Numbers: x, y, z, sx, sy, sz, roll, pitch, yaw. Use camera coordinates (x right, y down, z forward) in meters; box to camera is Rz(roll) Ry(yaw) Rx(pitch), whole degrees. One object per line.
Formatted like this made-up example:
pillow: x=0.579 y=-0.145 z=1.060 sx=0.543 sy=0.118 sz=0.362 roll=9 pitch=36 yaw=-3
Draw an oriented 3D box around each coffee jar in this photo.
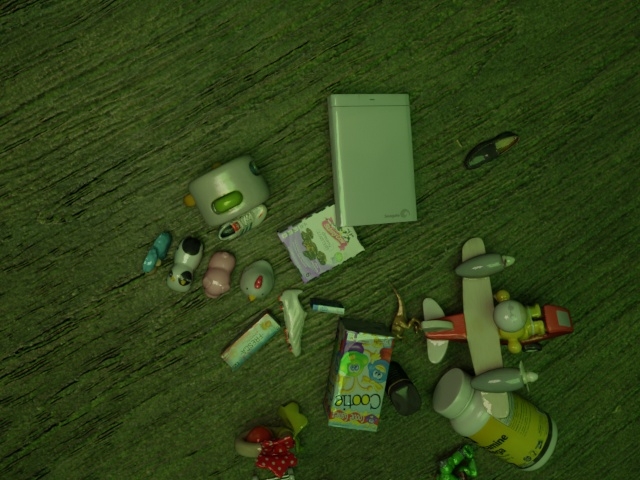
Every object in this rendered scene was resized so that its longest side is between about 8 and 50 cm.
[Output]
coffee jar: x=0.225 y=0.421 z=1.611 sx=0.079 sy=0.184 sz=0.096 roll=-27 pitch=99 yaw=-2

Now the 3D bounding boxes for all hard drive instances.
hard drive: x=0.144 y=-0.220 z=1.550 sx=0.232 sy=0.047 sz=0.354 roll=-5 pitch=93 yaw=-19

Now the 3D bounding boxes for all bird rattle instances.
bird rattle: x=-0.140 y=0.569 z=1.572 sx=0.206 sy=0.253 sz=0.143 roll=-7 pitch=99 yaw=19

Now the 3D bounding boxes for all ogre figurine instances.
ogre figurine: x=0.415 y=0.729 z=1.721 sx=0.118 sy=0.097 sz=0.197 roll=0 pitch=109 yaw=-18

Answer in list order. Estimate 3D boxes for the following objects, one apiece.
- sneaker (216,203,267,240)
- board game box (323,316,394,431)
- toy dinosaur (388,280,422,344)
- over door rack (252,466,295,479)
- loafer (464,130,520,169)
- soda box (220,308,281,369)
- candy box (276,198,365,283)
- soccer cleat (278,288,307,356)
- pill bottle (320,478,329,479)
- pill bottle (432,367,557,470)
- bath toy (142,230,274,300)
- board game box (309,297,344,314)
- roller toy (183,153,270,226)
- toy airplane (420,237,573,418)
sneaker: x=-0.215 y=-0.045 z=1.555 sx=0.161 sy=0.075 sz=0.057 roll=-31 pitch=100 yaw=-1
board game box: x=0.104 y=0.378 z=1.613 sx=0.141 sy=0.144 sz=0.276 roll=9 pitch=96 yaw=-7
toy dinosaur: x=0.238 y=0.236 z=1.651 sx=0.112 sy=0.064 sz=0.212 roll=10 pitch=96 yaw=-6
over door rack: x=-0.162 y=0.854 z=1.666 sx=0.239 sy=0.108 sz=0.325 roll=-11 pitch=99 yaw=-4
loafer: x=0.489 y=-0.259 z=1.614 sx=0.170 sy=0.061 sz=0.062 roll=-35 pitch=101 yaw=0
soda box: x=-0.197 y=0.280 z=1.609 sx=0.183 sy=0.058 sz=0.063 roll=-42 pitch=100 yaw=1
candy box: x=0.000 y=0.000 z=1.588 sx=0.196 sy=0.070 sz=0.165 roll=-29 pitch=99 yaw=-2
soccer cleat: x=-0.069 y=0.235 z=1.616 sx=0.076 sy=0.068 sz=0.197 roll=-11 pitch=96 yaw=-8
pill bottle: x=0.017 y=0.758 z=1.665 sx=0.067 sy=0.120 sz=0.067 roll=-1 pitch=98 yaw=-6
pill bottle: x=0.503 y=0.515 z=1.655 sx=0.333 sy=0.188 sz=0.188 roll=32 pitch=93 yaw=-9
bath toy: x=-0.295 y=0.087 z=1.538 sx=0.348 sy=0.129 sz=0.152 roll=16 pitch=95 yaw=-9
board game box: x=0.018 y=0.185 z=1.605 sx=0.089 sy=0.090 sz=0.020 roll=9 pitch=95 yaw=-8
roller toy: x=-0.243 y=-0.137 z=1.484 sx=0.191 sy=0.209 sz=0.146 roll=-34 pitch=102 yaw=-37
toy airplane: x=0.466 y=0.225 z=1.563 sx=0.386 sy=0.272 sz=0.384 roll=42 pitch=74 yaw=12
